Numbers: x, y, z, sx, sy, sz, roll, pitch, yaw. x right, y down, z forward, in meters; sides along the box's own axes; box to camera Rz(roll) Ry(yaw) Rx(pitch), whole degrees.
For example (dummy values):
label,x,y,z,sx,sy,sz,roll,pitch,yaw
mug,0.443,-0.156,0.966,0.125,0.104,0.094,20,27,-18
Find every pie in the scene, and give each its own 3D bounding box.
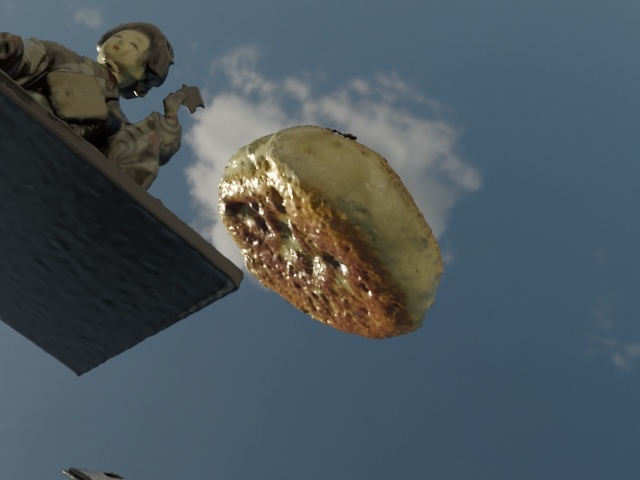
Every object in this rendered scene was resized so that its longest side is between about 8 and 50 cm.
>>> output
label,x,y,z,sx,sy,sz,roll,pitch,yaw
pie,0.000,0.000,1.033,0.315,0.315,0.092,33,-124,8

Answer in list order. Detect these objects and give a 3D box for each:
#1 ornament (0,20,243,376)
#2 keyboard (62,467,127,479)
label,x,y,z,sx,sy,sz,roll,pitch,yaw
ornament,-0.115,-0.068,0.448,0.166,0.153,0.196,42,-136,-20
keyboard,-0.179,0.289,0.888,0.230,0.025,0.093,12,168,42
